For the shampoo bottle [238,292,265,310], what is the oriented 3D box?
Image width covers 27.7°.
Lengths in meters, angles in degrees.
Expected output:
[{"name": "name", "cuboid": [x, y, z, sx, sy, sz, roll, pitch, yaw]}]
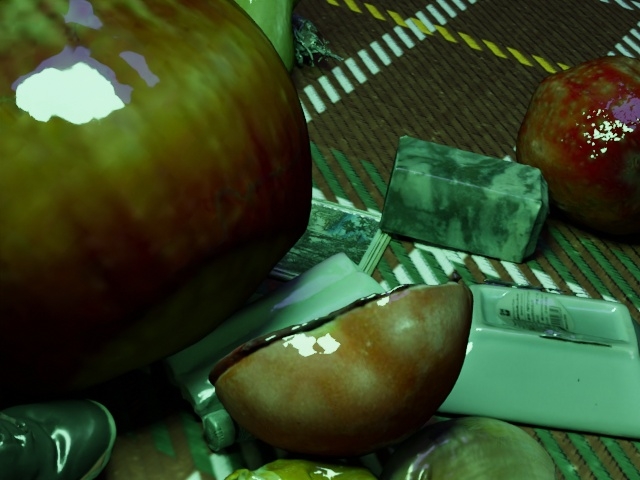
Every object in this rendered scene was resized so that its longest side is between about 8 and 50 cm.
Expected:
[{"name": "shampoo bottle", "cuboid": [-0.041, 0.081, 1.280, 0.191, 0.041, 0.069, 19, 46, 18]}]

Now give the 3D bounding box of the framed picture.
[{"name": "framed picture", "cuboid": [0.000, 0.000, 1.450, 0.142, 0.011, 0.183, 15, 32, 11]}]

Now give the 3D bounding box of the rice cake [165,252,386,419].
[{"name": "rice cake", "cuboid": [-0.043, 0.084, 1.220, 0.222, 0.042, 0.080, -30, 54, -22]}]

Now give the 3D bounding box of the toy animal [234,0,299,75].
[{"name": "toy animal", "cuboid": [-0.095, -0.359, 1.709, 0.181, 0.363, 0.180, 6, 17, -11]}]

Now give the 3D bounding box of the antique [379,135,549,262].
[{"name": "antique", "cuboid": [0.167, -0.046, 1.482, 0.183, 0.086, 0.088, 14, 32, 1]}]

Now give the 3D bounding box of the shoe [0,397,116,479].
[{"name": "shoe", "cuboid": [-0.291, 0.165, 0.993, 0.291, 0.137, 0.114, -21, 42, -40]}]

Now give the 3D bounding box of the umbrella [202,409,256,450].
[{"name": "umbrella", "cuboid": [-0.020, 0.146, 1.179, 0.188, 0.046, 0.050, -16, 35, -26]}]

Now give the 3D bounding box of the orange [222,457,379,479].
[{"name": "orange", "cuboid": [-0.012, 0.233, 0.975, 0.170, 0.112, 0.160, 22, 14, -17]}]

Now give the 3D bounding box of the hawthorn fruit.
[{"name": "hawthorn fruit", "cuboid": [0.353, -0.102, 1.533, 0.215, 0.215, 0.249, -12, 44, -29]}]

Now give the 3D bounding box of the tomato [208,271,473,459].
[{"name": "tomato", "cuboid": [0.032, 0.121, 1.069, 0.228, 0.199, 0.112, -22, 75, 11]}]

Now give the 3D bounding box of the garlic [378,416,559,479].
[{"name": "garlic", "cuboid": [0.139, 0.211, 1.088, 0.198, 0.090, 0.128, -2, 48, -28]}]

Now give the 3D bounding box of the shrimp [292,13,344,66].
[{"name": "shrimp", "cuboid": [-0.026, -0.282, 1.854, 0.057, 0.065, 0.165, 0, 31, -39]}]

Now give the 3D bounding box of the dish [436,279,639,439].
[{"name": "dish", "cuboid": [0.221, 0.100, 1.275, 0.243, 0.080, 0.182, 7, 32, 0]}]

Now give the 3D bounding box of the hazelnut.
[{"name": "hazelnut", "cuboid": [-0.198, -0.070, 1.160, 0.402, 0.402, 0.429, 26, 37, 26]}]
